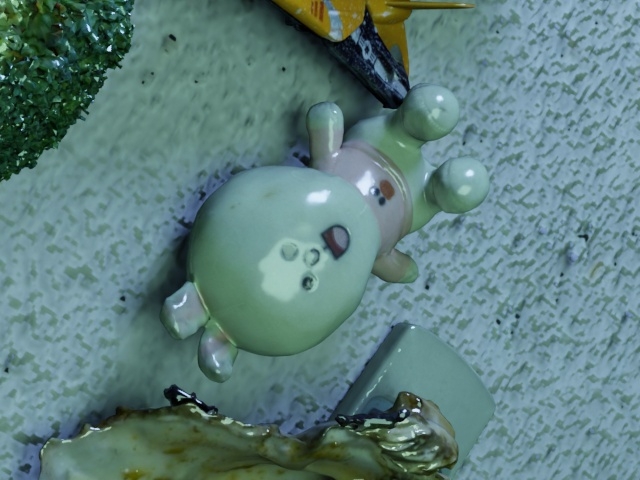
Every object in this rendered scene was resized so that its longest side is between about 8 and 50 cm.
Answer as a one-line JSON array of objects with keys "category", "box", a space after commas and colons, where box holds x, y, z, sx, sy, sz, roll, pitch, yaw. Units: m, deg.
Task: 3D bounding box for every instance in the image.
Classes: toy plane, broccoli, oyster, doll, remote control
[{"category": "toy plane", "box": [-0.019, -0.195, 1.285, 0.316, 0.103, 0.204, -4, 98, -49]}, {"category": "broccoli", "box": [-0.230, -0.131, 1.165, 0.220, 0.194, 0.194, -44, 121, 6]}, {"category": "oyster", "box": [-0.045, 0.181, 1.311, 0.337, 0.133, 0.197, -18, 94, -22]}, {"category": "doll", "box": [-0.003, -0.003, 1.345, 0.275, 0.113, 0.155, -38, 107, -16]}, {"category": "remote control", "box": [0.029, 0.203, 1.432, 0.123, 0.038, 0.285, 47, 71, -29]}]
